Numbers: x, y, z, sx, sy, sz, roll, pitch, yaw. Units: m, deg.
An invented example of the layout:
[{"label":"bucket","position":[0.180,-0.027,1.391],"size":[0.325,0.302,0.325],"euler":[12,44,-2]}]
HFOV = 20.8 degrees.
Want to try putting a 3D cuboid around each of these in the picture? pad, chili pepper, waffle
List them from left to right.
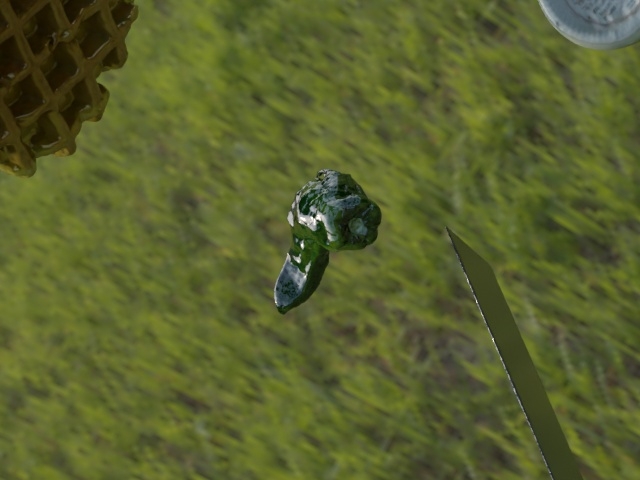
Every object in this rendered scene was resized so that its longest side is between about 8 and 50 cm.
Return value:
[{"label":"waffle","position":[-0.251,-0.180,1.386],"size":[0.065,0.283,0.309],"euler":[18,99,39]},{"label":"chili pepper","position":[-0.002,-0.005,1.270],"size":[0.182,0.050,0.073],"euler":[123,139,-68]},{"label":"pad","position":[0.158,0.113,1.316],"size":[0.006,0.170,0.245],"euler":[-25,73,11]}]

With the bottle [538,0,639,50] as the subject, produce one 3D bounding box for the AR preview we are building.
[{"label":"bottle","position":[0.252,-0.204,1.248],"size":[0.104,0.104,0.245],"euler":[-38,-9,37]}]
